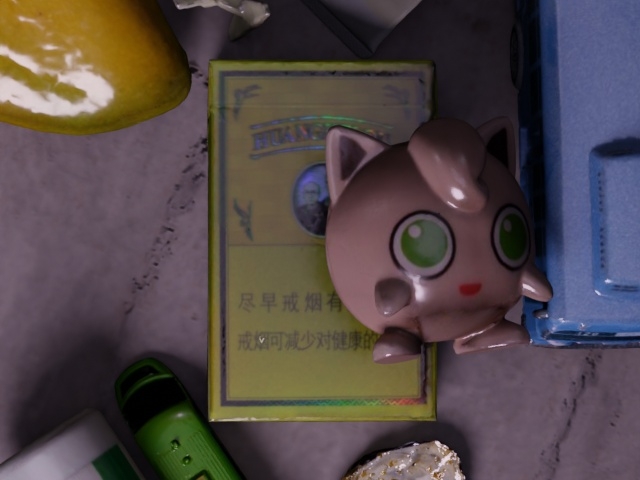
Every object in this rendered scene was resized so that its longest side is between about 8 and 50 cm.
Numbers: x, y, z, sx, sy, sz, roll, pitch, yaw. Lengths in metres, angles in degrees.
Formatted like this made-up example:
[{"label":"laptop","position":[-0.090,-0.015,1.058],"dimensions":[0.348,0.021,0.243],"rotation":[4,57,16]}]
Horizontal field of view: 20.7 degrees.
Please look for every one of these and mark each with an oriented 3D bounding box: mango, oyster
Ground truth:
[{"label":"mango","position":[-0.211,-0.177,1.048],"dimensions":[0.317,0.119,0.176],"rotation":[42,84,-10]},{"label":"oyster","position":[0.049,0.152,1.093],"dimensions":[0.083,0.019,0.054],"rotation":[-9,90,-5]}]

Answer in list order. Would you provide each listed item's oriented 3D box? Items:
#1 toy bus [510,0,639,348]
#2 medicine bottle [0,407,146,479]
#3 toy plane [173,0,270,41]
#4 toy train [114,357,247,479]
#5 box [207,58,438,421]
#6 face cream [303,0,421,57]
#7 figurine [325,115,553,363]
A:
[{"label":"toy bus","position":[0.176,-0.051,1.047],"dimensions":[0.116,0.133,0.234],"rotation":[-1,88,-3]},{"label":"medicine bottle","position":[-0.102,0.229,1.047],"dimensions":[0.095,0.095,0.260],"rotation":[-34,89,-3]},{"label":"toy plane","position":[-0.097,-0.263,1.072],"dimensions":[0.108,0.092,0.286],"rotation":[-11,87,-28]},{"label":"toy train","position":[-0.060,0.165,1.076],"dimensions":[0.044,0.042,0.209],"rotation":[-34,90,-4]},{"label":"box","position":[0.000,0.000,1.073],"dimensions":[0.141,0.064,0.220],"rotation":[1,87,-3]},{"label":"face cream","position":[0.040,-0.199,1.019],"dimensions":[0.114,0.224,0.070],"rotation":[48,49,0]},{"label":"figurine","position":[0.064,-0.002,0.985],"dimensions":[0.125,0.125,0.138],"rotation":[-3,86,-3]}]
